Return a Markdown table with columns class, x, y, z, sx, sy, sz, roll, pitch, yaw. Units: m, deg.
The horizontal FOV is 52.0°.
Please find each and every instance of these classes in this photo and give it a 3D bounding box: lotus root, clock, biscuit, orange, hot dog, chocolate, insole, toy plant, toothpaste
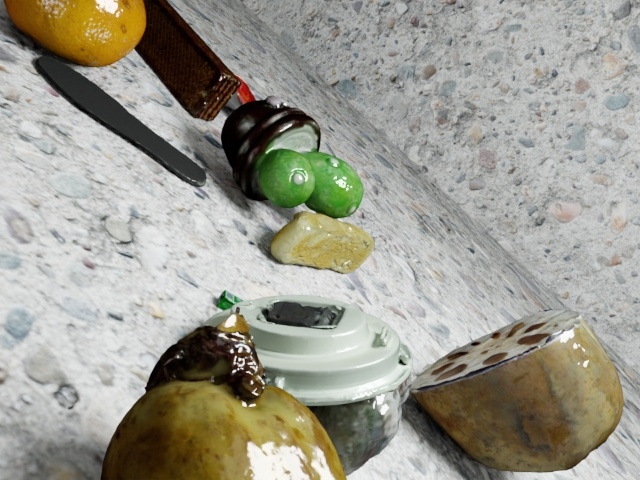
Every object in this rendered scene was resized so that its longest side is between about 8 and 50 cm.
| class | x | y | z | sx | sy | sz | roll | pitch | yaw |
| --- | --- | --- | --- | --- | --- | --- | --- | --- | --- |
| lotus root | 0.277 | 0.213 | 0.907 | 0.192 | 0.272 | 0.272 | 57 | 20 | 1 |
| clock | -0.020 | 0.096 | 0.677 | 0.237 | 0.053 | 0.236 | 4 | 15 | -1 |
| biscuit | -0.306 | -0.399 | 1.355 | 0.388 | 0.107 | 0.073 | 50 | 18 | 27 |
| orange | -0.390 | -0.373 | 1.039 | 0.224 | 0.170 | 0.224 | 35 | 3 | -2 |
| hot dog | 0.000 | 0.000 | 1.076 | 0.073 | 0.084 | 0.243 | 47 | 20 | 29 |
| chocolate | 0.043 | 0.171 | 0.733 | 0.110 | 0.110 | 0.248 | 41 | 13 | 3 |
| insole | -0.303 | -0.182 | 1.014 | 0.310 | 0.012 | 0.110 | 36 | 18 | -12 |
| lotus root | -0.055 | 0.197 | 0.431 | 0.169 | 0.141 | 0.314 | 18 | 38 | -43 |
| toy plant | -0.050 | -0.126 | 1.114 | 0.235 | 0.175 | 0.218 | 45 | 23 | 23 |
| toothpaste | -0.087 | 0.091 | 0.801 | 0.083 | 0.017 | 0.020 | 34 | 17 | -18 |

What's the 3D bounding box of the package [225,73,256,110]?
| class | x | y | z | sx | sy | sz | roll | pitch | yaw |
| --- | --- | --- | --- | --- | --- | --- | --- | --- | --- |
| package | -0.184 | -0.334 | 1.511 | 0.194 | 0.071 | 0.269 | 55 | 15 | -2 |
